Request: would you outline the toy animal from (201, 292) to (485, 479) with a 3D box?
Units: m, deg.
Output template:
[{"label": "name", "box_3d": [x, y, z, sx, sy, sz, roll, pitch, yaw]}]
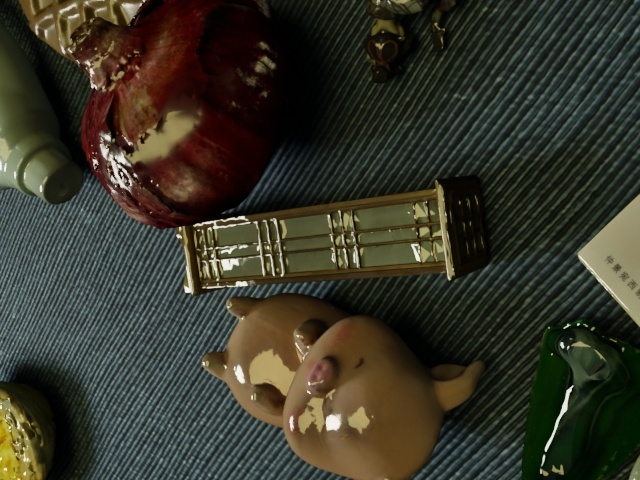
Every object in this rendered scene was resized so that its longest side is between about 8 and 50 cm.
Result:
[{"label": "toy animal", "box_3d": [0.011, 0.143, 0.689, 0.250, 0.154, 0.167, 25, 95, 42]}]

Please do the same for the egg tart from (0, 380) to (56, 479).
[{"label": "egg tart", "box_3d": [-0.490, 0.297, 1.101, 0.252, 0.098, 0.232, -41, 81, 36]}]

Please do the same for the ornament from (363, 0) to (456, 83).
[{"label": "ornament", "box_3d": [0.085, -0.238, 0.625, 0.166, 0.153, 0.196, 36, 140, 26]}]

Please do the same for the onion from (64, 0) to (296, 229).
[{"label": "onion", "box_3d": [-0.144, -0.139, 0.694, 0.252, 0.219, 0.252, -19, 58, 35]}]

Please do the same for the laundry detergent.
[{"label": "laundry detergent", "box_3d": [-0.476, -0.193, 0.989, 0.397, 0.124, 0.264, 36, 115, 24]}]

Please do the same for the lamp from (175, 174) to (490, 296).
[{"label": "lamp", "box_3d": [0.000, 0.000, 0.712, 0.325, 0.090, 0.089, -6, 94, 34]}]

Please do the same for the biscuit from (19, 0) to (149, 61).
[{"label": "biscuit", "box_3d": [-0.249, -0.365, 0.814, 0.332, 0.103, 0.332, 7, 103, 34]}]

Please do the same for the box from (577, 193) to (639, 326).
[{"label": "box", "box_3d": [0.328, 0.045, 0.472, 0.175, 0.062, 0.261, -51, 54, 28]}]

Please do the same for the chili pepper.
[{"label": "chili pepper", "box_3d": [0.222, 0.169, 0.604, 0.108, 0.062, 0.216, 20, 111, 31]}]

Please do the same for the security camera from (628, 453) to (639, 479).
[{"label": "security camera", "box_3d": [0.376, 0.225, 0.499, 0.301, 0.080, 0.157, 9, 89, 45]}]
